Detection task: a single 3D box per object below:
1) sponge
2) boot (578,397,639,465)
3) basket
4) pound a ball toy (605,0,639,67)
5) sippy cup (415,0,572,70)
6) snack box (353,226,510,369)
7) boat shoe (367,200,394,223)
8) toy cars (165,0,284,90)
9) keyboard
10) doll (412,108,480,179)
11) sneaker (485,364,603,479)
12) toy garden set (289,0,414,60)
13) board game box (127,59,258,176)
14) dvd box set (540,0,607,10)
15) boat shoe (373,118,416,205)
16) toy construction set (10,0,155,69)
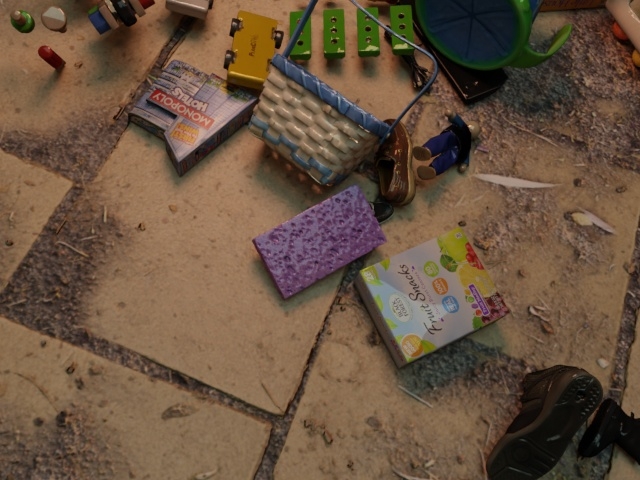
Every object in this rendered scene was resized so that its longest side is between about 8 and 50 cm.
[{"bbox_3d":[0.000,0.000,1.105,0.210,0.031,0.117,-29,90,-13],"label":"sponge"},{"bbox_3d":[0.496,0.333,1.061,0.099,0.045,0.121,39,67,5],"label":"boot"},{"bbox_3d":[0.026,-0.261,1.121,0.255,0.201,0.289,40,108,8],"label":"basket"},{"bbox_3d":[0.694,-0.439,1.340,0.208,0.136,0.319,-9,66,-48],"label":"pound a ball toy"},{"bbox_3d":[0.339,-0.492,1.242,0.240,0.305,0.224,13,57,46],"label":"sippy cup"},{"bbox_3d":[0.188,0.097,1.098,0.207,0.070,0.174,-24,73,-15],"label":"snack box"},{"bbox_3d":[0.076,-0.052,1.160,0.125,0.038,0.046,-5,69,-10],"label":"boat shoe"},{"bbox_3d":[-0.197,-0.422,1.251,0.176,0.087,0.393,-28,70,-33],"label":"toy cars"},{"bbox_3d":[0.235,-0.414,1.339,0.201,0.033,0.317,-23,72,-18],"label":"keyboard"},{"bbox_3d":[0.248,-0.185,1.211,0.189,0.046,0.129,-33,116,-38],"label":"doll"},{"bbox_3d":[0.352,0.294,1.041,0.087,0.130,0.227,36,95,2],"label":"sneaker"},{"bbox_3d":[0.061,-0.452,1.304,0.244,0.049,0.203,-2,68,3],"label":"toy garden set"},{"bbox_3d":[-0.247,-0.224,1.173,0.194,0.060,0.194,29,66,4],"label":"board game box"},{"bbox_3d":[0.482,-0.660,1.460,0.420,0.062,0.307,-8,69,-11],"label":"dvd box set"},{"bbox_3d":[0.132,-0.152,1.187,0.060,0.064,0.178,9,65,-32],"label":"boat shoe"},{"bbox_3d":[-0.429,-0.458,1.190,0.257,0.237,0.309,31,88,-12],"label":"toy construction set"}]
